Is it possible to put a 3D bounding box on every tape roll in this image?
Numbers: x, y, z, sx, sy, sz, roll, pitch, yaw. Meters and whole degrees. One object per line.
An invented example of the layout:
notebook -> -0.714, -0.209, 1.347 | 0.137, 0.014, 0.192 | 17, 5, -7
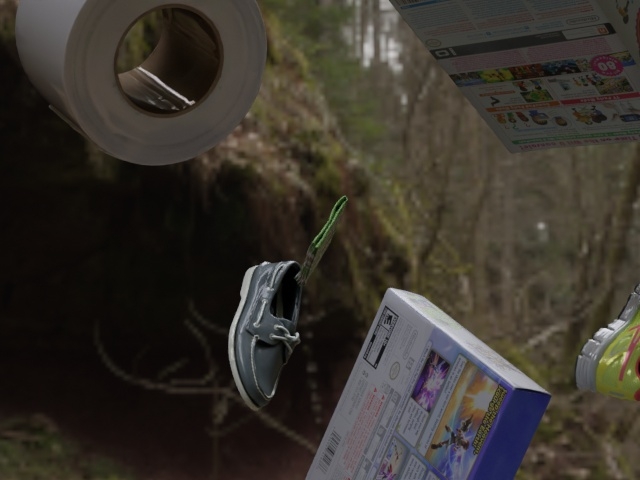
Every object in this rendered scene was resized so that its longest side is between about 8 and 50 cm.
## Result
tape roll -> -0.205, -0.225, 1.570 | 0.246, 0.246, 0.169 | 6, 18, -34

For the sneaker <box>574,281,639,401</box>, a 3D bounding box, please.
sneaker -> 0.383, 0.111, 1.566 | 0.094, 0.208, 0.081 | 24, -31, 40

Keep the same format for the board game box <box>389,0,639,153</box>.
board game box -> 0.243, -0.222, 1.477 | 0.224, 0.097, 0.303 | -2, -35, 38

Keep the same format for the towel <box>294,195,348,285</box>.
towel -> 0.000, 0.000, 2.257 | 0.023, 0.113, 0.152 | 28, -28, 3

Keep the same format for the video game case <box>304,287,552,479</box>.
video game case -> 0.104, 0.223, 1.476 | 0.061, 0.269, 0.244 | 14, 15, -34

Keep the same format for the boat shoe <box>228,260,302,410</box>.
boat shoe -> -0.089, 0.158, 2.455 | 0.099, 0.319, 0.116 | -19, -50, 22
